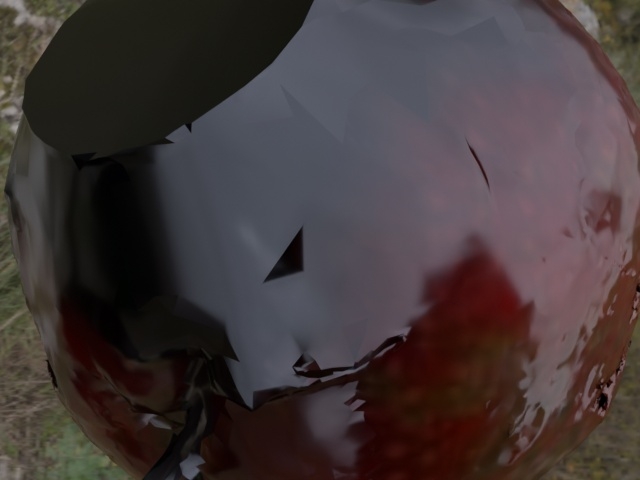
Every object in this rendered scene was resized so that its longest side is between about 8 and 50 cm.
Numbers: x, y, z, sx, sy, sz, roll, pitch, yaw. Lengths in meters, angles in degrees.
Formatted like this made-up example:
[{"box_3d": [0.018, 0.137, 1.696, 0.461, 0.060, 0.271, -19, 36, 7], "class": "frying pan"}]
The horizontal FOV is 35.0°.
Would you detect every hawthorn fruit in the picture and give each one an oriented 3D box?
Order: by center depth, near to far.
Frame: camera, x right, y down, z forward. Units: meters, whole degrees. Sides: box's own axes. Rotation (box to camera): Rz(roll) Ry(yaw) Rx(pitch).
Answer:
[{"box_3d": [0.006, -0.013, 0.466, 0.316, 0.316, 0.316, 9, 75, -39], "class": "hawthorn fruit"}]
